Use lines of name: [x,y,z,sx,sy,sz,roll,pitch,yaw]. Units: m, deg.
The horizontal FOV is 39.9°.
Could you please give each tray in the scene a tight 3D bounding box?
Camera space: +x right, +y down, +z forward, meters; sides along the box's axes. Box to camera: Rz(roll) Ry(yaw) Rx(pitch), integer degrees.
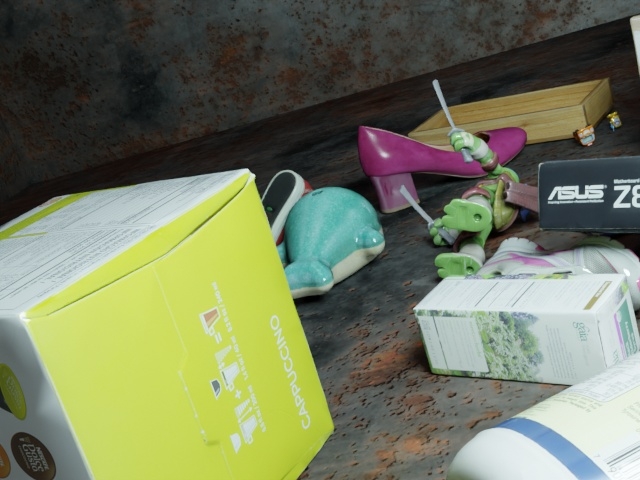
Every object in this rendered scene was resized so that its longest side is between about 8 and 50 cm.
tray: [0.426,-0.269,1.988,0.411,0.076,0.203,-6,22,37]

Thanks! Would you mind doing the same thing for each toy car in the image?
toy car: [0.560,-0.222,1.760,0.122,0.040,0.060,-24,-3,-11]

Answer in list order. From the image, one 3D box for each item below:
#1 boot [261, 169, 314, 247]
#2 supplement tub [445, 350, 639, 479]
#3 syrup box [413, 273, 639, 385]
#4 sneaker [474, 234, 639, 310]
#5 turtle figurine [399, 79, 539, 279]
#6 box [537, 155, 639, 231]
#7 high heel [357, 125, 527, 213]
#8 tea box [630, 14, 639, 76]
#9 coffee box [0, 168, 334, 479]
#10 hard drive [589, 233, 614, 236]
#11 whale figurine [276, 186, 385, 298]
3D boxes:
boot: [-0.072,0.010,1.644,0.088,0.176,0.244,33,87,39]
supplement tub: [0.269,0.169,0.552,0.325,0.235,0.235,-23,18,-15]
syrup box: [0.237,0.100,1.027,0.237,0.093,0.096,-3,23,40]
sneaker: [0.291,0.062,1.102,0.111,0.103,0.252,-34,16,-30]
turtle figurine: [0.208,-0.065,1.401,0.198,0.275,0.266,-48,6,31]
box: [0.506,-0.051,1.033,0.395,0.097,0.318,0,-1,44]
high heel: [0.253,-0.204,1.780,0.377,0.181,0.127,-26,19,-23]
tea box: [0.739,-0.321,1.513,0.329,0.220,0.323,-9,10,29]
coffee box: [-0.236,0.152,0.940,0.334,0.337,0.338,-5,21,34]
hard drive: [0.542,-0.094,1.393,0.319,0.040,0.210,-19,17,-2]
whale figurine: [0.000,0.000,1.486,0.216,0.141,0.272,-10,20,24]
